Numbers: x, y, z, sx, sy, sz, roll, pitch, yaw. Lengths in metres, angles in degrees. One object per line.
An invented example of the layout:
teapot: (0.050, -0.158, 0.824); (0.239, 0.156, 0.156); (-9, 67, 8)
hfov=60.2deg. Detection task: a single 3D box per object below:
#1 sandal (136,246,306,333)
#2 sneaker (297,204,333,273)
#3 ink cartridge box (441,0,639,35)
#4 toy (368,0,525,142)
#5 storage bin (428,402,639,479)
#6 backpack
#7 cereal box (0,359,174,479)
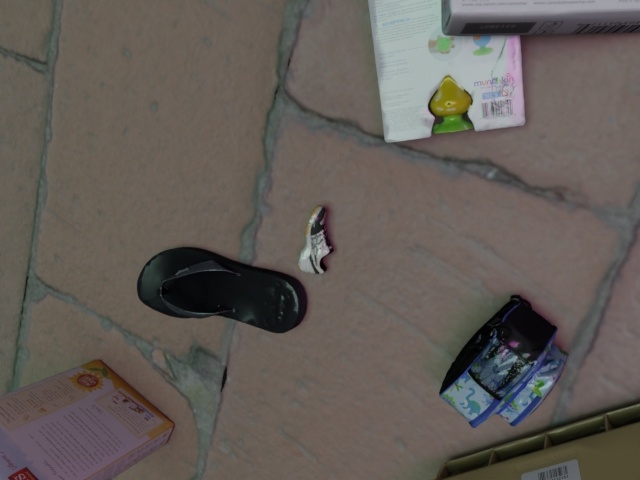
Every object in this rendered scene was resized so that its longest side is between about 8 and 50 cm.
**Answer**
sandal: (-0.141, 0.062, 0.709); (0.255, 0.054, 0.097); (3, 98, 26)
sneaker: (0.000, 0.000, 0.647); (0.037, 0.032, 0.083); (15, 109, 10)
ink cartridge box: (0.197, -0.293, 0.456); (0.189, 0.066, 0.232); (0, 88, 3)
toy: (0.119, -0.223, 0.537); (0.137, 0.056, 0.237); (-4, 101, 19)
storage bin: (0.217, 0.280, 0.450); (0.262, 0.260, 0.123); (-31, 100, 27)
backpack: (0.175, 0.126, 0.531); (0.084, 0.105, 0.114); (43, 118, 17)
cereal box: (-0.340, 0.256, 0.732); (0.173, 0.240, 0.047); (33, 110, 20)
